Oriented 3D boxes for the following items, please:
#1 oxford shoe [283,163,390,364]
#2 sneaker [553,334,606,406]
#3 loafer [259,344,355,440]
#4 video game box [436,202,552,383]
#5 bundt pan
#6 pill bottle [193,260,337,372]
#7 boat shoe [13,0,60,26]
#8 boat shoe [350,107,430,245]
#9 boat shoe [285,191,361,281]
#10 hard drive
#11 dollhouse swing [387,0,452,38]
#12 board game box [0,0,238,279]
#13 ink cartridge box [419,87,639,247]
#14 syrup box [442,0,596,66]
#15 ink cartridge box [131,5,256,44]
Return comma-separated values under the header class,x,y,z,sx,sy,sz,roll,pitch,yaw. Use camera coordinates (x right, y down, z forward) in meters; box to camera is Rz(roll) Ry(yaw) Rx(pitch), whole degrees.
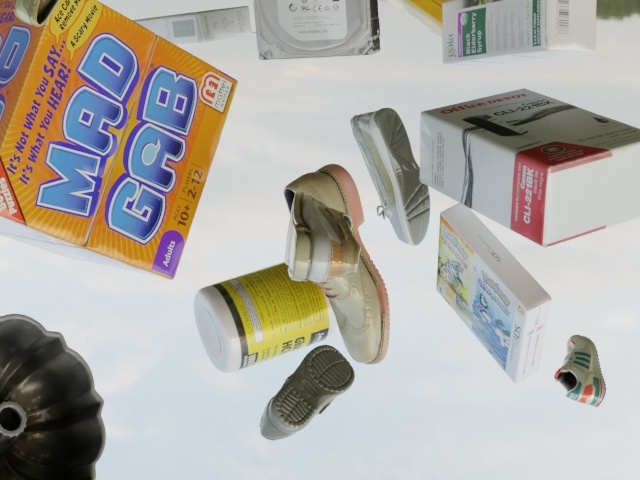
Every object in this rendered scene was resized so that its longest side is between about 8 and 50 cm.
class,x,y,z,sx,sy,sz,roll,pitch,yaw
oxford shoe,0.019,0.061,1.962,0.146,0.397,0.140,-20,-176,-39
sneaker,0.448,0.222,1.814,0.075,0.057,0.161,11,-141,-12
loafer,-0.029,0.256,1.724,0.094,0.087,0.251,51,-146,6
video game box,0.240,0.075,1.457,0.048,0.187,0.205,-25,-127,-18
bundt pan,-0.493,0.278,1.537,0.124,0.330,0.331,-26,173,41
pill bottle,-0.083,0.144,2.175,0.334,0.188,0.188,-17,-159,-23
boat shoe,-0.367,-0.365,1.425,0.048,0.153,0.056,25,170,36
boat shoe,0.158,-0.138,2.295,0.103,0.320,0.118,-6,-156,40
boat shoe,0.000,0.000,1.663,0.103,0.113,0.302,6,-161,-6
hard drive,-0.015,-0.513,1.921,0.237,0.339,0.064,2,-165,18
dollhouse swing,0.284,-0.633,2.078,0.315,0.347,0.305,35,179,-1
board game box,-0.423,-0.171,1.704,0.356,0.356,0.356,24,169,-41
ink cartridge box,0.288,-0.108,1.394,0.197,0.114,0.273,-16,-152,-27
syrup box,0.277,-0.305,1.467,0.096,0.093,0.237,-3,-175,-30
ink cartridge box,-0.246,-0.458,2.200,0.261,0.066,0.296,-18,-162,-41
